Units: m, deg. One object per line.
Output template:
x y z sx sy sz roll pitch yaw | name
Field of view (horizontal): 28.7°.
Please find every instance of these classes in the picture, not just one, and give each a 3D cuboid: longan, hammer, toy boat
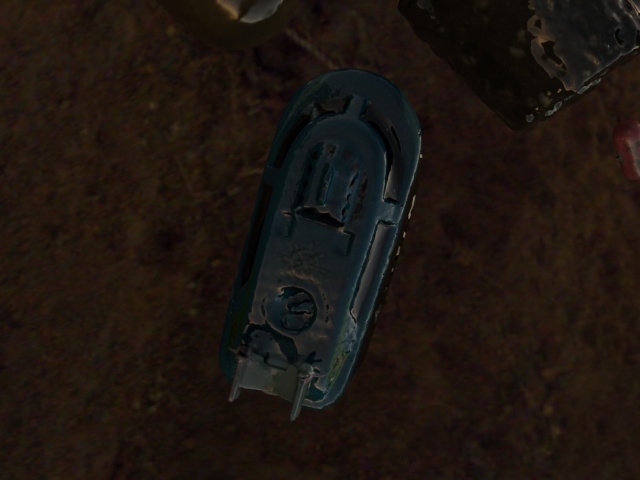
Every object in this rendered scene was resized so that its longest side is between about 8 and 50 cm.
-0.098 -0.279 1.267 0.167 0.167 0.187 5 56 -41 | longan
0.396 -0.114 1.593 0.043 0.043 0.083 -61 140 -35 | hammer
0.000 0.000 1.067 0.092 0.134 0.299 -37 142 -81 | toy boat

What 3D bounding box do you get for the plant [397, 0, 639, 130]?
0.156 -0.268 1.108 0.320 0.194 0.181 55 38 3 | plant
